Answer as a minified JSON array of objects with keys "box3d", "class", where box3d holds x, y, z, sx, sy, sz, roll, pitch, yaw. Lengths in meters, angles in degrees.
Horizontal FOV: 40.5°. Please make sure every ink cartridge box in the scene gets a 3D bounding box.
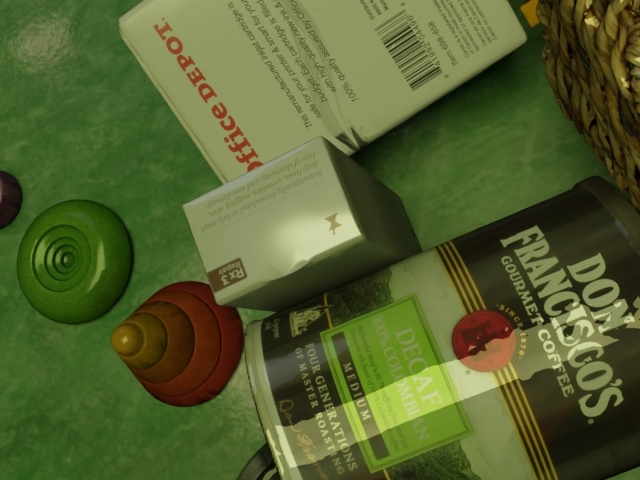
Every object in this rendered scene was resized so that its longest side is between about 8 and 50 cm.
[{"box3d":[0.001,-0.180,0.735,0.273,0.114,0.197,-32,103,10],"class":"ink cartridge box"}]

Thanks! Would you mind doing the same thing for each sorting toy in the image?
[{"box3d":[-0.245,0.026,0.816,0.365,0.126,0.127,33,93,19],"class":"sorting toy"}]

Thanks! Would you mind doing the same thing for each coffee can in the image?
[{"box3d":[0.110,0.100,0.629,0.275,0.201,0.201,-23,75,5],"class":"coffee can"}]

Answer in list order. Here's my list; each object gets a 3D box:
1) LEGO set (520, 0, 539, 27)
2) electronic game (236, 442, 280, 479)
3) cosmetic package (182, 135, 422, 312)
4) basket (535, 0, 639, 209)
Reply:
[{"box3d":[0.181,-0.250,0.673,0.093,0.087,0.227,-24,108,40],"class":"LEGO set"},{"box3d":[0.022,0.261,0.733,0.229,0.048,0.229,-4,73,14],"class":"electronic game"},{"box3d":[0.000,0.000,0.684,0.117,0.231,0.085,-25,75,12],"class":"cosmetic package"},{"box3d":[0.308,-0.139,0.510,0.299,0.213,0.223,-26,55,3],"class":"basket"}]
